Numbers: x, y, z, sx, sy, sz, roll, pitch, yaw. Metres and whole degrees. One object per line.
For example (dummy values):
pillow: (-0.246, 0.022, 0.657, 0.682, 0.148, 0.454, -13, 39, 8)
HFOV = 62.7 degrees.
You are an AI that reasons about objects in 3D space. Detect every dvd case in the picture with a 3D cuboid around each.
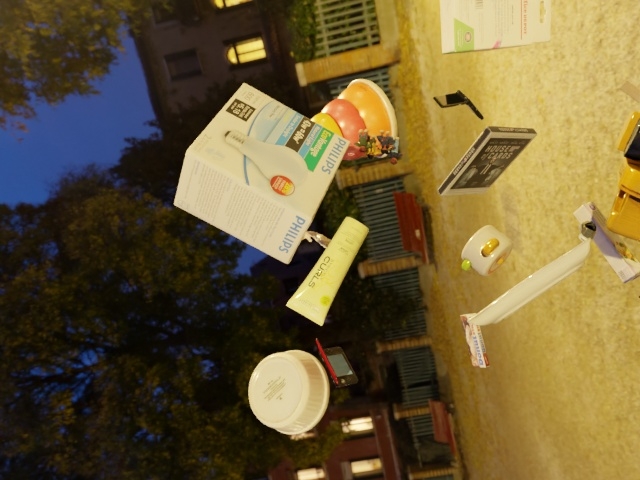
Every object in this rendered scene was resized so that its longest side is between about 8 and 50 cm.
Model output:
dvd case: (0.449, -0.211, 1.424, 0.239, 0.179, 0.030, -58, 47, 46)

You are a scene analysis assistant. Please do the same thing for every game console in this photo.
game console: (0.380, -0.367, 1.451, 0.107, 0.071, 0.122, 43, -160, -21)
game console: (0.053, 0.380, 1.661, 0.144, 0.124, 0.085, 59, 139, 39)

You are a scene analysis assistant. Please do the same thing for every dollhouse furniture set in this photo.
dollhouse furniture set: (0.878, -0.386, 1.333, 0.123, 0.151, 0.144, -54, 26, 30)

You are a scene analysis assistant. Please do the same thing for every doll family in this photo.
doll family: (0.219, -0.343, 1.943, 0.076, 0.192, 0.112, 86, -174, -63)

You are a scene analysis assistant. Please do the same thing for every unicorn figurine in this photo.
unicorn figurine: (0.000, 0.000, 2.050, 0.060, 0.111, 0.162, -64, 19, -13)

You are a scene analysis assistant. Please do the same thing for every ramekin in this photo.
ramekin: (-0.114, 0.493, 1.723, 0.127, 0.272, 0.273, 31, -135, -56)

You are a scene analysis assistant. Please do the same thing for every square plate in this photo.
square plate: (0.564, 0.124, 1.383, 0.049, 0.344, 0.347, 57, -162, 18)

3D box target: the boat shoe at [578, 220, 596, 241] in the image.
boat shoe: (0.773, -0.032, 1.509, 0.142, 0.049, 0.040, -36, -27, -56)

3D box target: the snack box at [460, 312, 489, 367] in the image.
snack box: (0.518, 0.336, 1.765, 0.064, 0.022, 0.179, -26, 75, 62)

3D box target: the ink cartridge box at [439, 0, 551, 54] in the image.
ink cartridge box: (0.597, -0.759, 1.793, 0.119, 0.353, 0.207, -127, 31, -73)

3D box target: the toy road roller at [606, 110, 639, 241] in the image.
toy road roller: (0.689, -0.126, 1.055, 0.329, 0.202, 0.241, -30, -41, -58)

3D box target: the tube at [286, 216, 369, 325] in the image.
tube: (0.025, 0.064, 1.165, 0.240, 0.070, 0.062, -59, -36, -5)

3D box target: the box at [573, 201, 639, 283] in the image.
box: (1.080, 0.004, 1.968, 0.324, 0.063, 0.067, 64, 154, 23)

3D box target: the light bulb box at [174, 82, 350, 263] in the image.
light bulb box: (-0.156, -0.192, 1.487, 0.225, 0.360, 0.358, -57, 6, 49)

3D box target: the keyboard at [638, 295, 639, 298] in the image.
keyboard: (0.926, 0.101, 1.365, 0.038, 0.192, 0.100, 57, -167, 25)

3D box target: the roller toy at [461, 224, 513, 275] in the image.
roller toy: (0.698, 0.045, 2.179, 0.146, 0.191, 0.209, 43, 137, 27)

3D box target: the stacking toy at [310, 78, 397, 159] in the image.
stacking toy: (0.049, -0.445, 2.209, 0.351, 0.479, 0.351, 49, 154, 33)
